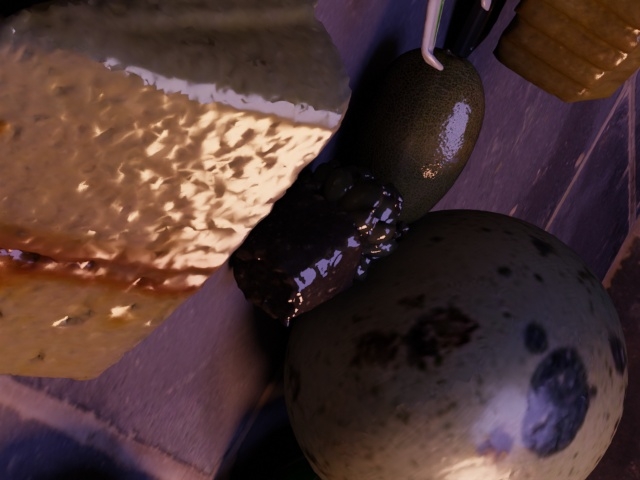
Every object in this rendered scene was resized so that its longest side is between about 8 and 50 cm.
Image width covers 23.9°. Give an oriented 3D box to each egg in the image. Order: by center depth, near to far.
[{"bbox_3d":[0.119,0.115,1.317,0.287,0.288,0.379,-66,167,11],"label":"egg"}]

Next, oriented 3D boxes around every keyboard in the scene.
[{"bbox_3d":[0.195,-0.295,1.262,0.103,0.041,0.381,-47,173,-46],"label":"keyboard"}]

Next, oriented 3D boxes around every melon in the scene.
[{"bbox_3d":[0.075,-0.081,1.227,0.099,0.099,0.162,-28,145,-61],"label":"melon"}]

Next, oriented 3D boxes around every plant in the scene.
[{"bbox_3d":[0.000,0.000,1.153,0.143,0.092,0.094,-39,145,-34],"label":"plant"}]

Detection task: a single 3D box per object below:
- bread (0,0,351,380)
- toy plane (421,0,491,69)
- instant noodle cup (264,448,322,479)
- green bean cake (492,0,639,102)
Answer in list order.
[{"bbox_3d":[-0.129,-0.050,0.699,0.178,0.135,0.240,11,136,-38],"label":"bread"},{"bbox_3d":[0.111,-0.255,1.072,0.251,0.101,0.255,-62,158,0],"label":"toy plane"},{"bbox_3d":[0.007,0.281,1.445,0.232,0.207,0.207,-47,158,-62],"label":"instant noodle cup"},{"bbox_3d":[0.274,-0.259,1.353,0.236,0.124,0.233,-59,-179,-27],"label":"green bean cake"}]
